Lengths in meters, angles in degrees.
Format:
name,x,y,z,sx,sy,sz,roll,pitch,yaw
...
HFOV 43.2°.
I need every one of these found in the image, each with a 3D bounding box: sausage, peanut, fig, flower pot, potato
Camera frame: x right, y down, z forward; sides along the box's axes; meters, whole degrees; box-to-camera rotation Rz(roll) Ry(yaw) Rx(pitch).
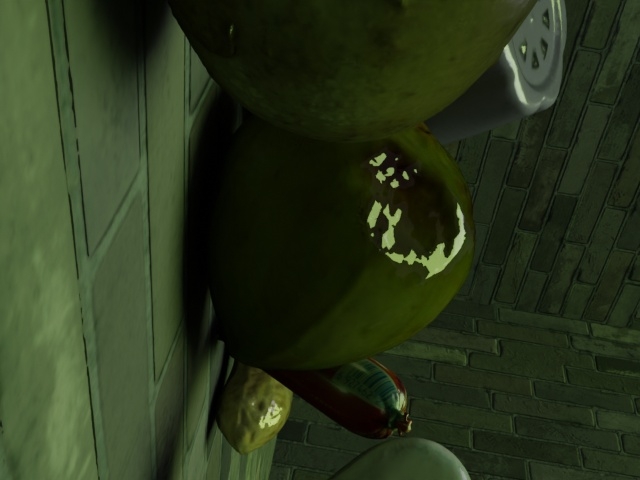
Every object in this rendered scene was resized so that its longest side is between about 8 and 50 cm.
name,x,y,z,sx,sy,sz,roll,pitch,yaw
sausage,-0.003,0.127,0.803,0.264,0.083,0.083,25,-69,48
peanut,-0.072,0.151,1.002,0.103,0.098,0.229,31,59,-43
fig,0.000,0.000,0.708,0.271,0.239,0.239,-49,-173,15
flower pot,0.105,-0.208,0.813,0.265,0.243,0.265,4,86,-57
potato,0.031,-0.205,0.337,0.269,0.219,0.359,-63,169,-62

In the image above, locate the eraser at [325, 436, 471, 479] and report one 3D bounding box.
name,x,y,z,sx,sy,sz,roll,pitch,yaw
eraser,0.031,0.309,0.667,0.150,0.331,0.331,95,5,-72
